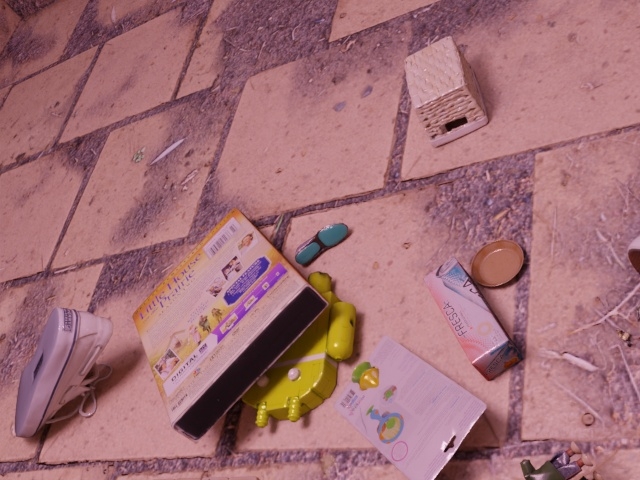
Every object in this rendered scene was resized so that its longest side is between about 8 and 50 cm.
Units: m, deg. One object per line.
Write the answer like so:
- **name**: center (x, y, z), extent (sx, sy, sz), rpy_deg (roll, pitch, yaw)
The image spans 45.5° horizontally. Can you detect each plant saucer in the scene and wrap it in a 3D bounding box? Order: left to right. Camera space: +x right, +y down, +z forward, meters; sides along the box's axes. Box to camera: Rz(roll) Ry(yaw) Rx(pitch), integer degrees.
- **plant saucer**: center (0.269, 0.037, 1.153), extent (0.083, 0.015, 0.083), rpy_deg (-21, 46, 24)

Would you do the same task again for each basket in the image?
- **basket**: center (0.223, -0.274, 1.385), extent (0.113, 0.103, 0.167), rpy_deg (-24, 44, 21)

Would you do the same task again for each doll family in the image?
- **doll family**: center (0.293, 0.326, 0.848), extent (0.111, 0.076, 0.193), rpy_deg (-37, 44, 1)

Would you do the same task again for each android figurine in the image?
- **android figurine**: center (-0.051, 0.181, 1.267), extent (0.248, 0.056, 0.272), rpy_deg (-15, 47, 30)

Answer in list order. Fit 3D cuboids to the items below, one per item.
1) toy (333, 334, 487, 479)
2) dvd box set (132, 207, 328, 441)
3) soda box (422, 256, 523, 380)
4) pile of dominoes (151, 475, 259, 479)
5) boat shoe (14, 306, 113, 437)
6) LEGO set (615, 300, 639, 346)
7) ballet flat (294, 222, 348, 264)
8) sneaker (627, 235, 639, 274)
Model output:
- **toy**: center (0.127, 0.240, 1.070), extent (0.137, 0.056, 0.237), rpy_deg (-53, 36, -4)
- **dvd box set**: center (-0.181, 0.124, 1.351), extent (0.307, 0.062, 0.420), rpy_deg (-46, 29, -2)
- **soda box**: center (0.217, 0.110, 1.102), extent (0.063, 0.058, 0.183), rpy_deg (-36, 42, 10)
- **pile of dominoes**: center (-0.223, 0.460, 1.184), extent (0.251, 0.040, 0.196), rpy_deg (-13, 49, 32)
- **boat shoe**: center (-0.489, 0.268, 1.500), extent (0.367, 0.156, 0.136), rpy_deg (-57, 37, 32)
- **LEGO set**: center (0.417, 0.100, 0.972), extent (0.083, 0.023, 0.054), rpy_deg (-47, 41, -4)
- **ballet flat**: center (0.000, 0.000, 1.391), extent (0.114, 0.041, 0.041), rpy_deg (-35, 41, 9)
- **sneaker**: center (0.520, 0.035, 0.897), extent (0.290, 0.106, 0.123), rpy_deg (22, 63, 39)
